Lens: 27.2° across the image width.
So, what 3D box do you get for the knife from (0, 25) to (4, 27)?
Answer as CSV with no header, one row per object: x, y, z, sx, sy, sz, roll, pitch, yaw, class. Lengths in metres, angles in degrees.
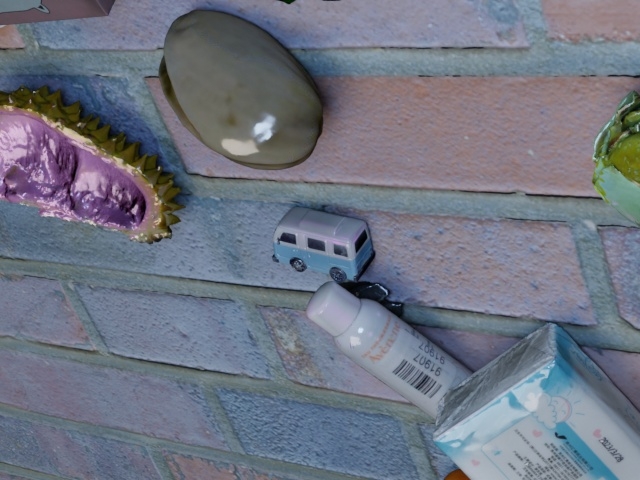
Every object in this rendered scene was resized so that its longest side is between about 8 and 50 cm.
-0.373,-0.299,1.671,0.207,0.014,0.030,-14,119,46,knife

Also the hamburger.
0.372,-0.067,1.242,0.214,0.125,0.235,31,156,-8,hamburger

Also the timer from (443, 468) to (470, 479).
0.206,0.376,1.841,0.136,0.099,0.136,15,124,23,timer

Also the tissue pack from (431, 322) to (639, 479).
0.294,0.255,1.596,0.201,0.124,0.271,-38,103,25,tissue pack

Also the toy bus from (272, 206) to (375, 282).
0.000,0.000,1.651,0.123,0.060,0.074,13,133,25,toy bus

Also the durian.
-0.329,-0.120,1.750,0.341,0.112,0.191,17,129,11,durian

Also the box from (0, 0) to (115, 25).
-0.365,-0.343,1.485,0.215,0.086,0.215,-1,149,22,box

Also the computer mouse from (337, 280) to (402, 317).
0.047,0.094,1.721,0.135,0.047,0.079,-18,117,44,computer mouse

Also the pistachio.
-0.092,-0.167,1.494,0.238,0.153,0.137,49,139,29,pistachio

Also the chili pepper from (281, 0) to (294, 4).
-0.078,-0.286,1.362,0.224,0.061,0.098,21,168,-34,chili pepper

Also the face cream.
0.097,0.145,1.667,0.269,0.082,0.082,36,144,-19,face cream
